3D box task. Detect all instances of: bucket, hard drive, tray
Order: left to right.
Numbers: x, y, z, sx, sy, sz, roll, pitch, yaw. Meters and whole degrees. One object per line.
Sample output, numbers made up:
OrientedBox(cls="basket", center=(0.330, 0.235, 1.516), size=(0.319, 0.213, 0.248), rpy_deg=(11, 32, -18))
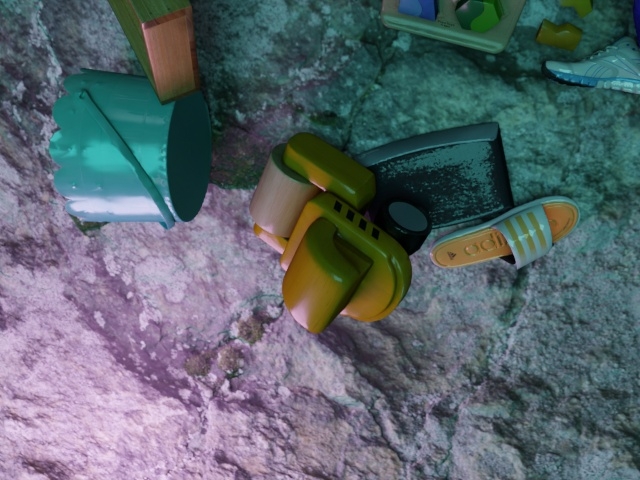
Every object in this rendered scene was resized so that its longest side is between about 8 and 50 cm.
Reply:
OrientedBox(cls="tray", center=(-0.294, -0.424, 0.871), size=(0.076, 0.203, 0.410), rpy_deg=(-25, 78, -14))
OrientedBox(cls="bucket", center=(-0.308, -0.153, 1.034), size=(0.183, 0.281, 0.281), rpy_deg=(4, 113, 7))
OrientedBox(cls="hard drive", center=(0.196, -0.098, 1.052), size=(0.255, 0.054, 0.172), rpy_deg=(-11, 109, 17))

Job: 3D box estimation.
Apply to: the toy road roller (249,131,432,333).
OrientedBox(cls="toy road roller", center=(0.000, 0.000, 0.997), size=(0.330, 0.240, 0.202), rpy_deg=(36, 129, 11))

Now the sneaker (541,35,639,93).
OrientedBox(cls="sneaker", center=(0.438, -0.272, 0.926), size=(0.191, 0.071, 0.082), rpy_deg=(6, 107, 1))

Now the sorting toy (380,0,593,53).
OrientedBox(cls="sorting toy", center=(0.244, -0.364, 0.875), size=(0.307, 0.041, 0.229), rpy_deg=(16, 154, 6))

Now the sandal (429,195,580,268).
OrientedBox(cls="sandal", center=(0.321, 0.012, 1.047), size=(0.265, 0.076, 0.102), rpy_deg=(-22, 124, 23))

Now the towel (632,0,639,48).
OrientedBox(cls="towel", center=(0.496, -0.352, 0.753), size=(0.228, 0.076, 0.308), rpy_deg=(-42, 140, 6))
